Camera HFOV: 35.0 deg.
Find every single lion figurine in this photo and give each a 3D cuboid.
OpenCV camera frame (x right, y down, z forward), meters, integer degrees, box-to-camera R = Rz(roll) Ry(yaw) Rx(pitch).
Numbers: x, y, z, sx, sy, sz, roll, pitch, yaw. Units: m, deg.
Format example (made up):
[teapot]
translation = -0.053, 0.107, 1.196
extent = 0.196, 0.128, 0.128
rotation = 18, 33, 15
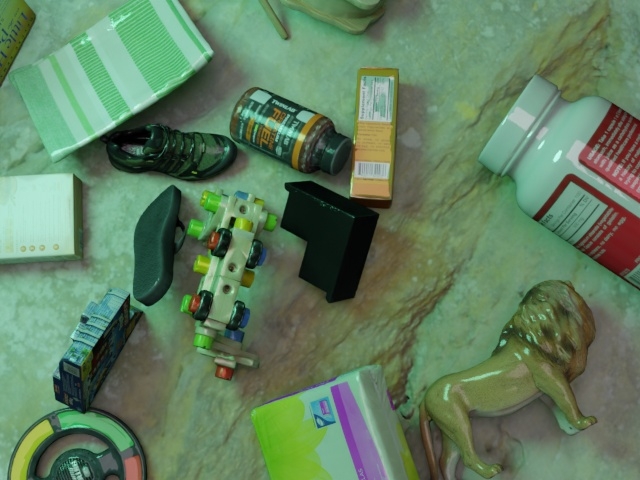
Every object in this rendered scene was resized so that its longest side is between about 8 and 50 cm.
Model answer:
[lion figurine]
translation = 0.288, 0.240, 1.646
extent = 0.392, 0.142, 0.240
rotation = -28, 74, 0

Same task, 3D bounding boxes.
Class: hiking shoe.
[hiking shoe]
translation = -0.257, -0.151, 1.727
extent = 0.227, 0.114, 0.086
rotation = -1, 82, 1

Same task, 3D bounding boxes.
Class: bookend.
[bookend]
translation = 0.000, 0.000, 1.709
extent = 0.156, 0.072, 0.157
rotation = 27, 111, 33

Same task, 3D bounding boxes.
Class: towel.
[towel]
translation = -0.360, -0.297, 1.743
extent = 0.325, 0.038, 0.248
rotation = -32, 54, -5

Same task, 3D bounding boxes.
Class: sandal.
[sandal]
translation = -0.264, 0.013, 1.681
extent = 0.097, 0.054, 0.254
rotation = -32, 38, 30

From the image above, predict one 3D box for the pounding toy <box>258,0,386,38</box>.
[pounding toy]
translation = -0.012, -0.451, 1.803
extent = 0.270, 0.155, 0.154
rotation = 22, 52, -5

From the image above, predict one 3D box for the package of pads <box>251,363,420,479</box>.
[package of pads]
translation = 0.030, 0.370, 1.597
extent = 0.229, 0.101, 0.296
rotation = -24, 79, 29

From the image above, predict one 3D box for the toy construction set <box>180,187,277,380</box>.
[toy construction set]
translation = -0.158, 0.063, 1.649
extent = 0.151, 0.215, 0.327
rotation = 4, 83, -19

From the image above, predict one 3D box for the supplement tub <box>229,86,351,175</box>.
[supplement tub]
translation = -0.048, -0.180, 1.717
extent = 0.198, 0.106, 0.106
rotation = 25, 81, 18

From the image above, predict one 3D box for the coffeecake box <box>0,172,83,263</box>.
[coffeecake box]
translation = -0.505, -0.036, 1.731
extent = 0.186, 0.068, 0.142
rotation = -3, 80, 0

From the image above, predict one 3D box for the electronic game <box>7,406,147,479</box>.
[electronic game]
translation = -0.399, 0.388, 1.667
extent = 0.229, 0.048, 0.229
rotation = 0, 79, 0

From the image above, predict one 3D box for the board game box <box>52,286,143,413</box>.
[board game box]
translation = -0.358, 0.155, 1.645
extent = 0.060, 0.194, 0.194
rotation = 25, 57, 4

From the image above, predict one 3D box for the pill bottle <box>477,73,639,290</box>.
[pill bottle]
translation = 0.472, -0.088, 1.655
extent = 0.408, 0.229, 0.229
rotation = 35, 82, 6

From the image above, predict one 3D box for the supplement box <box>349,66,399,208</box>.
[supplement box]
translation = 0.094, -0.177, 1.749
extent = 0.080, 0.078, 0.233
rotation = 6, 80, 3

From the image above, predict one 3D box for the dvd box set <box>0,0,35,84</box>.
[dvd box set]
translation = -0.609, -0.324, 1.605
extent = 0.062, 0.420, 0.307
rotation = 24, 82, 8
